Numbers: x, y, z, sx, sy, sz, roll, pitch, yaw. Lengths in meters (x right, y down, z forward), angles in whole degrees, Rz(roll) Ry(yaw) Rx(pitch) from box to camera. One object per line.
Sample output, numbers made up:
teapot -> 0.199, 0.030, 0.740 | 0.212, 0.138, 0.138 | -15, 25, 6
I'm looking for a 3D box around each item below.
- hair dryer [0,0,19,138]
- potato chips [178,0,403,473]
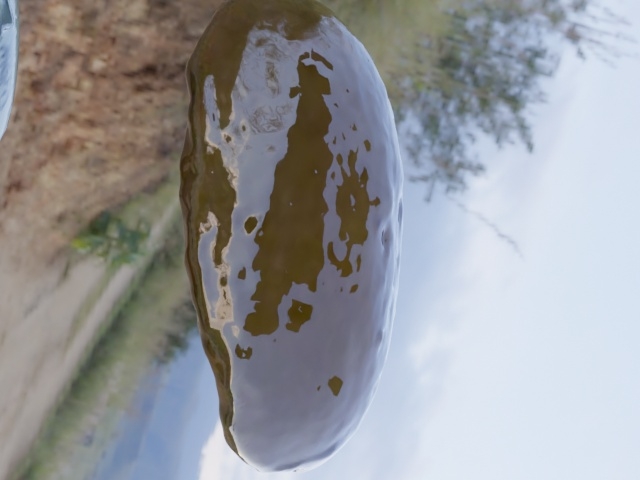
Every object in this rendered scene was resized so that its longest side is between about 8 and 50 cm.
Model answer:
hair dryer -> -0.161, -0.090, 0.334 | 0.225, 0.088, 0.219 | -47, 147, -60
potato chips -> 0.000, 0.000, 0.516 | 0.150, 0.049, 0.202 | 0, 95, -55
